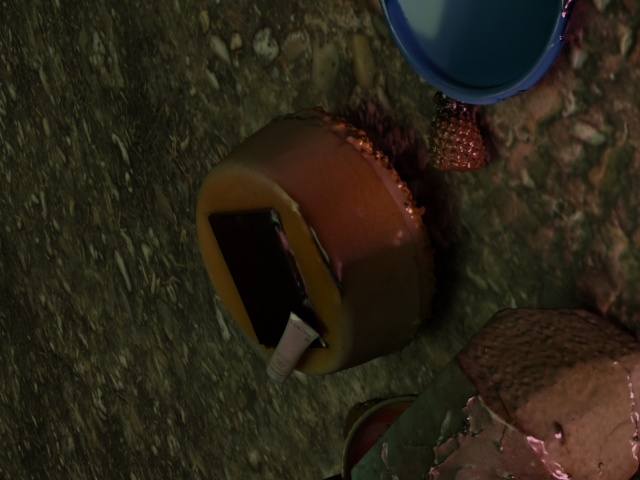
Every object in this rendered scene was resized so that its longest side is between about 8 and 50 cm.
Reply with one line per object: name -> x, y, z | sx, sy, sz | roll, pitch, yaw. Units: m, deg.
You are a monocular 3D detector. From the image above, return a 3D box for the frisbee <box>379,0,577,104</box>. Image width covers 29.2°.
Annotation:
frisbee -> 0.136, -0.239, 1.067 | 0.242, 0.045, 0.242 | 25, 123, 46

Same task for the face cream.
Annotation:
face cream -> -0.031, 0.112, 1.273 | 0.038, 0.020, 0.115 | 40, 142, 9

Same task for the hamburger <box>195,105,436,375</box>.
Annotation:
hamburger -> 0.000, 0.000, 1.323 | 0.302, 0.170, 0.302 | 33, 139, 35

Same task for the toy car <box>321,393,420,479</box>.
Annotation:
toy car -> 0.100, 0.273, 1.291 | 0.145, 0.235, 0.235 | 19, -130, -78

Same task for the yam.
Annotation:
yam -> 0.169, 0.179, 1.098 | 0.201, 0.202, 0.271 | 39, 141, 15

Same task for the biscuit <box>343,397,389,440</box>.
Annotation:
biscuit -> 0.096, 0.287, 1.443 | 0.226, 0.042, 0.226 | 37, 134, 51

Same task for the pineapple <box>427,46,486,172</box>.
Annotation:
pineapple -> 0.127, -0.127, 1.159 | 0.058, 0.058, 0.124 | -6, 86, 63
